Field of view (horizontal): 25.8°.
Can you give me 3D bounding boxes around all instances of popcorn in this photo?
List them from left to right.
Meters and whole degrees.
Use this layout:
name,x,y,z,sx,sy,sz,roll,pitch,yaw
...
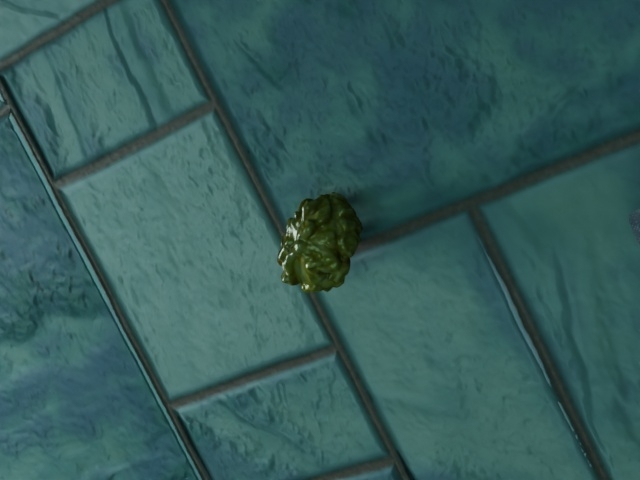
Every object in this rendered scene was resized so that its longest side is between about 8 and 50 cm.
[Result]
name,x,y,z,sx,sy,sz,roll,pitch,yaw
popcorn,0.000,0.000,1.084,0.057,0.083,0.082,16,157,-8

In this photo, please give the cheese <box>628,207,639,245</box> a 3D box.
name,x,y,z,sx,sy,sz,roll,pitch,yaw
cheese,0.293,-0.033,0.920,0.191,0.042,0.105,-26,97,34
